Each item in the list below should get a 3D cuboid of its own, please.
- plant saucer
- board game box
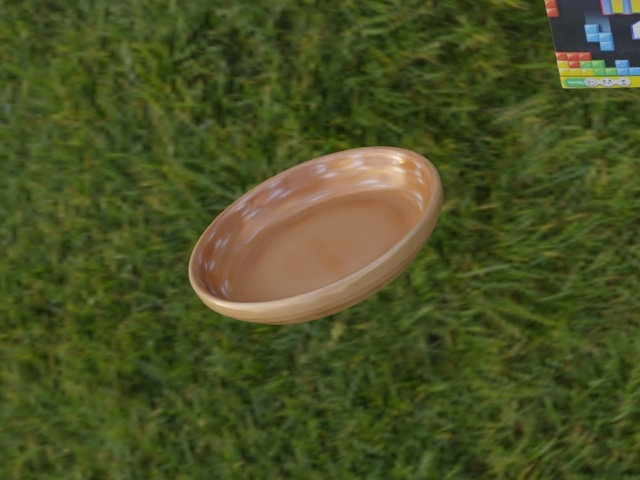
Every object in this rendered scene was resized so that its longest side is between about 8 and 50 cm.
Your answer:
[{"bbox_3d":[0.000,0.000,1.250,0.200,0.200,0.037,-9,122,25],"label":"plant saucer"},{"bbox_3d":[0.220,-0.152,1.006,0.170,0.141,0.048,0,57,18],"label":"board game box"}]
